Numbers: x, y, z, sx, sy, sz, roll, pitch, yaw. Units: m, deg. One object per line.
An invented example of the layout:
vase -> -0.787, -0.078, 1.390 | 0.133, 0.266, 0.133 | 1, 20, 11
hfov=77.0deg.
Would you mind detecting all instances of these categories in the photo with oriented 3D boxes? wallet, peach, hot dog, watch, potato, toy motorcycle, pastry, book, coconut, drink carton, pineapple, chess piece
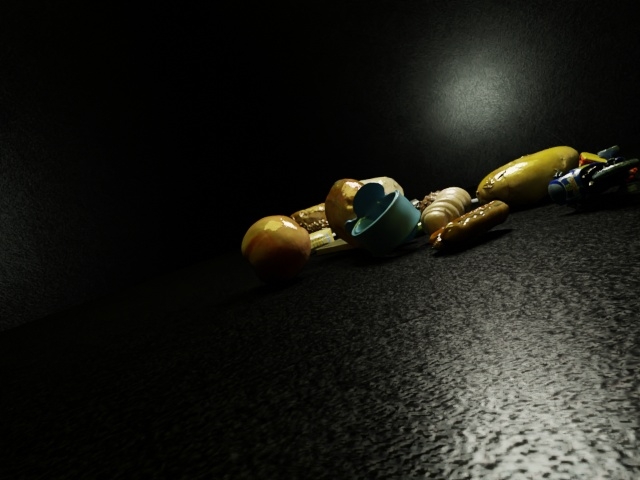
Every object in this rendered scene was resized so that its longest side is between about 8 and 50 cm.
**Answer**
wallet -> 0.864, -0.218, 1.230 | 0.141, 0.067, 0.241 | 23, 23, 24
peach -> 0.122, -0.091, 1.272 | 0.214, 0.235, 0.214 | -49, 2, 2
hot dog -> 0.332, -0.027, 0.898 | 0.235, 0.062, 0.092 | -23, -9, -24
watch -> 0.165, -0.041, 1.071 | 0.210, 0.211, 0.193 | -15, 16, 7
potato -> 0.623, -0.183, 1.216 | 0.300, 0.140, 0.173 | -23, 16, 9
toy motorcycle -> 0.629, -0.137, 0.948 | 0.168, 0.113, 0.315 | -24, -9, 28
pastry -> -0.001, -0.059, 1.812 | 0.255, 0.162, 0.310 | -25, -11, 29
book -> 0.102, 0.008, 1.492 | 0.161, 0.027, 0.231 | -12, 6, 30
coconut -> 0.213, -0.148, 1.717 | 0.239, 0.239, 0.244 | -20, 7, -43
drink carton -> 0.000, 0.000, 1.588 | 0.199, 0.084, 0.074 | -22, 2, -18
peach -> -0.113, 0.022, 1.055 | 0.184, 0.184, 0.184 | -16, 4, 1
pineapple -> 0.379, -0.111, 1.484 | 0.119, 0.111, 0.237 | -8, -1, -28
chess piece -> 0.349, -0.074, 1.131 | 0.117, 0.117, 0.397 | -13, 7, 27

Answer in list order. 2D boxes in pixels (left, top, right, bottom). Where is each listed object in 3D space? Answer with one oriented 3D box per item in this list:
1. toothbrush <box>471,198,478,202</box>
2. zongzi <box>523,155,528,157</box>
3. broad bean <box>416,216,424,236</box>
toothbrush -> 0.652, -0.173, 1.802 | 0.269, 0.027, 0.021 | -12, 41, 38
zongzi -> 0.725, -0.166, 1.332 | 0.187, 0.184, 0.084 | 24, 17, 14
broad bean -> 0.287, -0.043, 1.327 | 0.144, 0.050, 0.292 | -19, 5, 3
